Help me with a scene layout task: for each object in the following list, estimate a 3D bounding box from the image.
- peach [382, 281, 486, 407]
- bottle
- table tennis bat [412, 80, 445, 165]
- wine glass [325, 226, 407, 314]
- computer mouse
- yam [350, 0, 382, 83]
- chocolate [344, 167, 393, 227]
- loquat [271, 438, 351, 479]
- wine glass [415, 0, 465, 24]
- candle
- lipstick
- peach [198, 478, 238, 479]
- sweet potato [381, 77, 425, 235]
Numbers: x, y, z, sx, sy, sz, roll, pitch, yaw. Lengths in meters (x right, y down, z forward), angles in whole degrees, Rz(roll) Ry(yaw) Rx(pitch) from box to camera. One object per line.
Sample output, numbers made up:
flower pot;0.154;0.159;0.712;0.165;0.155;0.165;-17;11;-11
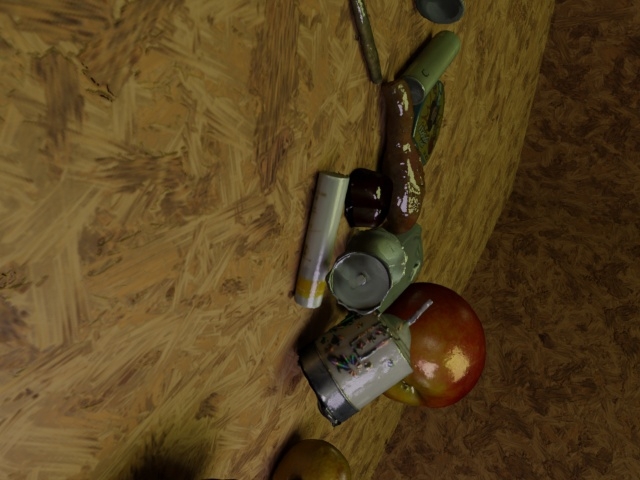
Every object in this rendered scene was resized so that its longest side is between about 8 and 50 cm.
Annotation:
peach;0.307;0.296;1.267;0.388;0.388;0.388;-40;142;-42
bottle;0.244;-0.391;0.956;0.201;0.072;0.072;-54;149;-27
table tennis bat;0.260;-0.261;1.117;0.329;0.044;0.215;-67;154;-6
wine glass;0.097;0.060;0.871;0.232;0.156;0.156;-29;136;-73
computer mouse;0.173;0.078;1.142;0.331;0.095;0.197;-38;130;-30
yam;0.073;-0.359;0.727;0.234;0.029;0.027;55;34;-56
chocolate;0.118;-0.090;0.936;0.125;0.080;0.148;-43;142;-39
loquat;-0.028;0.604;1.044;0.213;0.213;0.246;-61;151;-14
wine glass;0.279;-0.570;0.860;0.103;0.103;0.231;36;74;-62
candle;0.112;0.240;0.935;0.330;0.187;0.187;-35;147;-2
lipstick;0.000;0.000;0.811;0.059;0.059;0.264;-16;122;-57
peach;-0.189;0.515;0.586;0.372;0.290;0.372;-43;151;-32
sweet potato;0.188;-0.180;0.980;0.109;0.109;0.385;-42;136;-41
